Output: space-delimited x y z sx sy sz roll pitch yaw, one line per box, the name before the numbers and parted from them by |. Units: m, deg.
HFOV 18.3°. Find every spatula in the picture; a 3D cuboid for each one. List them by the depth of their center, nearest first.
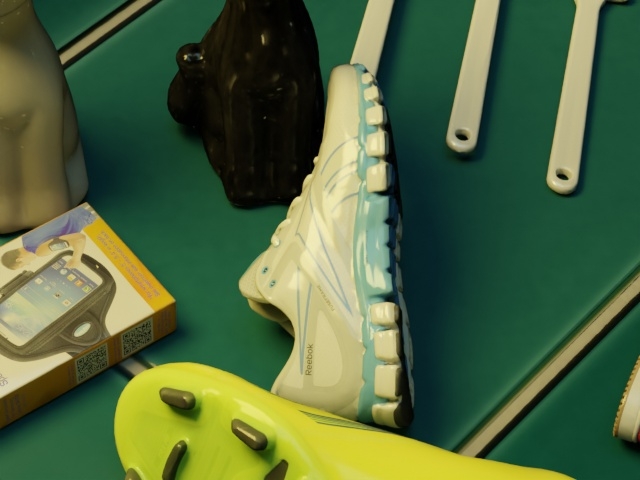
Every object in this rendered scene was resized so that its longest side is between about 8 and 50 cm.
spatula | 0.091 -0.129 1.143 0.168 0.019 0.242 14 51 1

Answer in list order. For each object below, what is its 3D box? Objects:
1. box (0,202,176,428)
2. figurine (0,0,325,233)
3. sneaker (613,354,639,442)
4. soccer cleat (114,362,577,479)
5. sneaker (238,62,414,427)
box | -0.149 0.042 0.977 0.136 0.028 0.081 -29 57 -26
figurine | -0.099 -0.110 0.988 0.215 0.209 0.092 -7 51 -8
sneaker | 0.193 0.057 0.972 0.067 0.042 0.118 18 59 17
soccer cleat | 0.041 0.129 0.894 0.289 0.093 0.121 21 22 20
sneaker | 0.000 0.000 0.977 0.083 0.071 0.191 -5 66 9
